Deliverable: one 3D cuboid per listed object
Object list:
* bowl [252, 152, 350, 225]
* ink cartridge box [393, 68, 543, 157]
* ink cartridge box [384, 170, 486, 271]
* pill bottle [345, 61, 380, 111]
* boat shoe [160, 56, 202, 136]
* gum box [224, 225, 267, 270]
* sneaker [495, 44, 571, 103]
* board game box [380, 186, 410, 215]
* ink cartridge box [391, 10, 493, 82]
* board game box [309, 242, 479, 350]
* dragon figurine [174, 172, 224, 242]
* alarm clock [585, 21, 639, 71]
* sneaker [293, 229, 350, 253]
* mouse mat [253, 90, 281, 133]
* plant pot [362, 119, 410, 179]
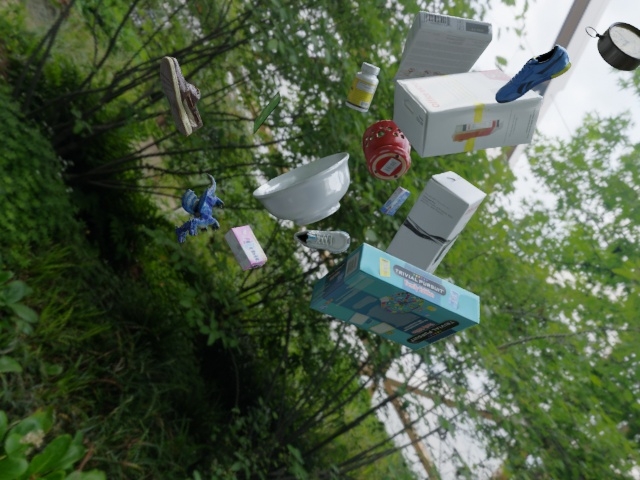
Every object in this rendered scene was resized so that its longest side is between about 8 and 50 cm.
[{"bbox_3d":[-0.032,-0.133,1.433,0.134,0.297,0.298,66,-7,-15],"label":"bowl"},{"bbox_3d":[0.459,-0.420,1.631,0.279,0.384,0.161,-111,-164,-50],"label":"ink cartridge box"},{"bbox_3d":[0.397,-0.032,1.806,0.166,0.395,0.285,36,26,17],"label":"ink cartridge box"},{"bbox_3d":[0.114,-0.406,1.329,0.065,0.065,0.116,55,-50,52],"label":"pill bottle"},{"bbox_3d":[-0.550,-0.591,2.037,0.123,0.123,0.342,39,-31,36],"label":"boat shoe"},{"bbox_3d":[-0.318,0.035,2.155,0.107,0.062,0.188,-15,71,-54],"label":"gum box"},{"bbox_3d":[0.554,-0.448,1.344,0.082,0.209,0.069,35,48,-30],"label":"sneaker"},{"bbox_3d":[0.224,-0.116,1.497,0.020,0.090,0.090,42,15,19],"label":"board game box"},{"bbox_3d":[0.500,-0.791,2.131,0.385,0.307,0.091,124,-30,-74],"label":"ink cartridge box"},{"bbox_3d":[0.179,0.153,1.254,0.254,0.335,0.079,-43,-152,51],"label":"board game box"},{"bbox_3d":[-0.382,-0.116,1.600,0.144,0.085,0.289,49,43,-60],"label":"dragon figurine"},{"bbox_3d":[0.775,-0.513,1.314,0.192,0.129,0.064,24,-28,-6],"label":"alarm clock"},{"bbox_3d":[0.000,0.000,1.553,0.083,0.190,0.072,14,79,-58],"label":"sneaker"},{"bbox_3d":[-0.189,-0.454,1.773,0.007,0.153,0.190,36,17,-22],"label":"mouse mat"},{"bbox_3d":[0.260,-0.348,1.972,0.191,0.191,0.174,69,17,-46],"label":"plant pot"}]
